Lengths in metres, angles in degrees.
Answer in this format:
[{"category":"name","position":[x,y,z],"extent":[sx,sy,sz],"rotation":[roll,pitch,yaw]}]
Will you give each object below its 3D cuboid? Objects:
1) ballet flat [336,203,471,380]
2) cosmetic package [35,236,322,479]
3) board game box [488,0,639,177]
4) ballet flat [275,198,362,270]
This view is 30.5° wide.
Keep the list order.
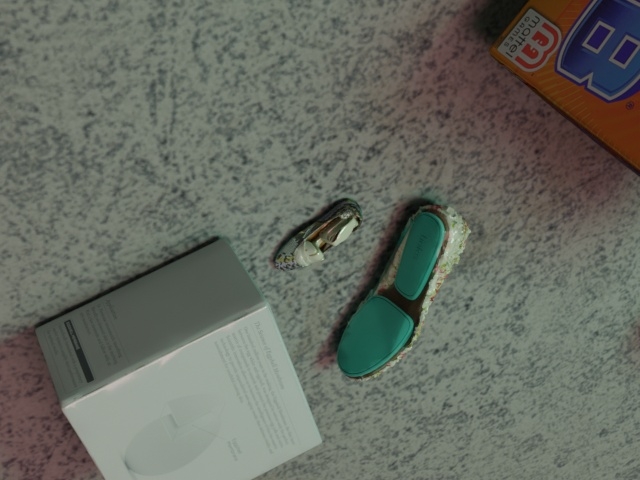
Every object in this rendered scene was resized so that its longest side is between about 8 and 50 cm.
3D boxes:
[{"category":"ballet flat","position":[0.104,0.064,1.358],"extent":[0.077,0.091,0.241],"rotation":[-3,129,-53]},{"category":"cosmetic package","position":[-0.146,0.156,1.246],"extent":[0.224,0.138,0.224],"rotation":[-25,130,-9]},{"category":"board game box","position":[0.470,-0.174,1.169],"extent":[0.356,0.356,0.356],"rotation":[-51,139,11]},{"category":"ballet flat","position":[0.000,0.000,1.282],"extent":[0.114,0.041,0.041],"rotation":[-39,131,2]}]
